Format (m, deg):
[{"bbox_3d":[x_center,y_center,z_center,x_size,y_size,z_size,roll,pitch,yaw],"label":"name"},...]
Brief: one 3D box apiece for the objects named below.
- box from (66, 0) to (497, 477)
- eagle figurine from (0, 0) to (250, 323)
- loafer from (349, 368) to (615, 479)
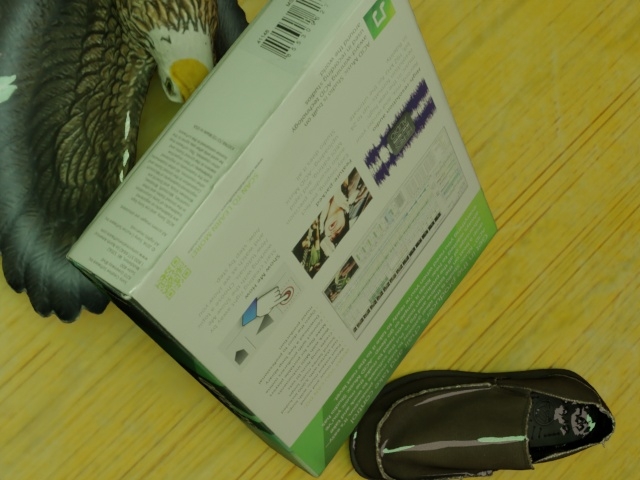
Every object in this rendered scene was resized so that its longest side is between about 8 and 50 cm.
[{"bbox_3d":[0.000,0.000,0.777,0.232,0.058,0.322,-53,148,-12],"label":"box"},{"bbox_3d":[-0.098,-0.116,0.770,0.226,0.225,0.298,16,127,9],"label":"eagle figurine"},{"bbox_3d":[0.127,0.136,0.927,0.220,0.078,0.080,-9,97,-23],"label":"loafer"}]
